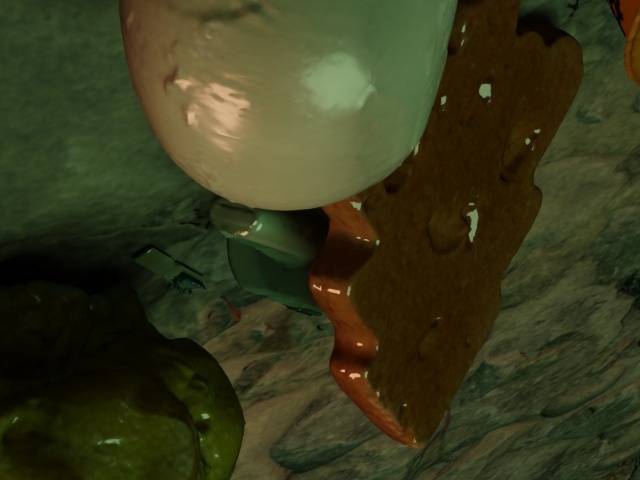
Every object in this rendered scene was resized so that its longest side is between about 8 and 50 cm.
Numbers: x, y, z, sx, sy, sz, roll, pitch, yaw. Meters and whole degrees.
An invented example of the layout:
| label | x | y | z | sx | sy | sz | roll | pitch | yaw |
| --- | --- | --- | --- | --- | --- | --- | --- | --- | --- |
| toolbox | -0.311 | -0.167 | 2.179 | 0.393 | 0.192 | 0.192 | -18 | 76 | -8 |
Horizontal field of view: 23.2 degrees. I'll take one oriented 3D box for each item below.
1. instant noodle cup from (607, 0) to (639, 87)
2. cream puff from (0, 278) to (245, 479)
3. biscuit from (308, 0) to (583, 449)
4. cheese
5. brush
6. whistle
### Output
| label | x | y | z | sx | sy | sz | roll | pitch | yaw |
| --- | --- | --- | --- | --- | --- | --- | --- | --- | --- |
| instant noodle cup | 0.204 | -0.197 | 0.770 | 0.216 | 0.172 | 0.216 | -23 | 154 | -12 |
| cream puff | -0.189 | 0.114 | 0.974 | 0.282 | 0.185 | 0.282 | -8 | -169 | 2 |
| biscuit | 0.066 | -0.010 | 0.965 | 0.284 | 0.043 | 0.306 | -20 | 124 | -51 |
| cheese | -0.012 | -0.113 | 0.714 | 0.154 | 0.189 | 0.198 | 7 | 149 | 0 |
| brush | -0.100 | 0.022 | 1.056 | 0.016 | 0.013 | 0.083 | -32 | 154 | 10 |
| whistle | -0.002 | 0.001 | 1.015 | 0.102 | 0.105 | 0.253 | -20 | 165 | 21 |
